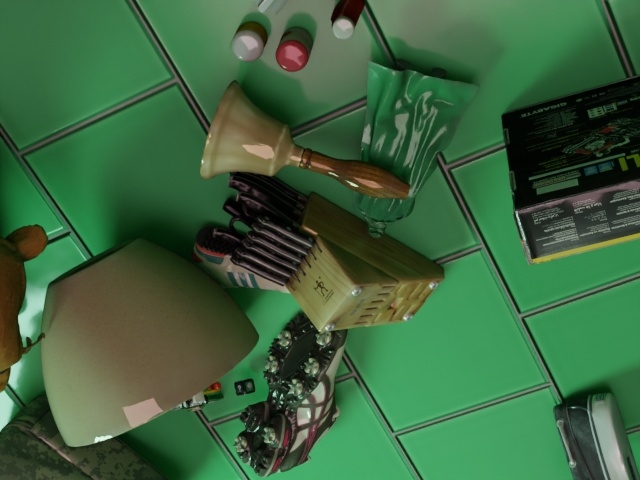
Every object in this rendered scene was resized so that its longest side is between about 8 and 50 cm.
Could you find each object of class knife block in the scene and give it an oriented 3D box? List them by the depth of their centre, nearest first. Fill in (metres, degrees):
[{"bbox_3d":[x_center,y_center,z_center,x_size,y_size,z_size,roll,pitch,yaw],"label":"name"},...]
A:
[{"bbox_3d":[0.000,0.000,1.348,0.276,0.242,0.088,-1,136,-48],"label":"knife block"}]

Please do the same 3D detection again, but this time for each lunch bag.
[{"bbox_3d":[-0.396,0.411,1.497,0.305,0.256,0.212,40,116,-4],"label":"lunch bag"}]

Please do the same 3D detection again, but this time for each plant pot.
[{"bbox_3d":[-0.248,0.108,1.333,0.284,0.284,0.190,-24,100,19],"label":"plant pot"}]

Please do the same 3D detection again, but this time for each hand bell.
[{"bbox_3d":[-0.010,-0.094,1.241,0.242,0.126,0.126,19,121,2],"label":"hand bell"}]

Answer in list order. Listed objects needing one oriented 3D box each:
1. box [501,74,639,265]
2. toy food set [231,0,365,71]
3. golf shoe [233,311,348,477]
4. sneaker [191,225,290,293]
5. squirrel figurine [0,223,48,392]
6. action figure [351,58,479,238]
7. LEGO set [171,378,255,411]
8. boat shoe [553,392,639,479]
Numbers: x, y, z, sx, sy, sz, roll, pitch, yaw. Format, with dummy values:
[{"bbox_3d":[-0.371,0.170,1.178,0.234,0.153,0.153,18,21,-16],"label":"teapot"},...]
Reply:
[{"bbox_3d":[0.367,-0.103,1.134,0.322,0.257,0.079,-15,119,14],"label":"box"},{"bbox_3d":[-0.013,-0.270,1.164,0.111,0.104,0.232,38,117,-15],"label":"toy food set"},{"bbox_3d":[-0.022,0.211,1.467,0.120,0.105,0.272,10,114,-43],"label":"golf shoe"},{"bbox_3d":[-0.099,0.039,1.393,0.161,0.057,0.075,21,137,-8],"label":"sneaker"},{"bbox_3d":[-0.501,0.028,1.254,0.370,0.281,0.396,-17,88,50],"label":"squirrel figurine"},{"bbox_3d":[0.094,-0.104,1.275,0.137,0.063,0.232,14,117,-4],"label":"action figure"},{"bbox_3d":[-0.223,0.222,1.462,0.244,0.182,0.060,-13,84,9],"label":"LEGO set"},{"bbox_3d":[0.393,0.368,1.434,0.102,0.108,0.301,-17,82,24],"label":"boat shoe"}]
